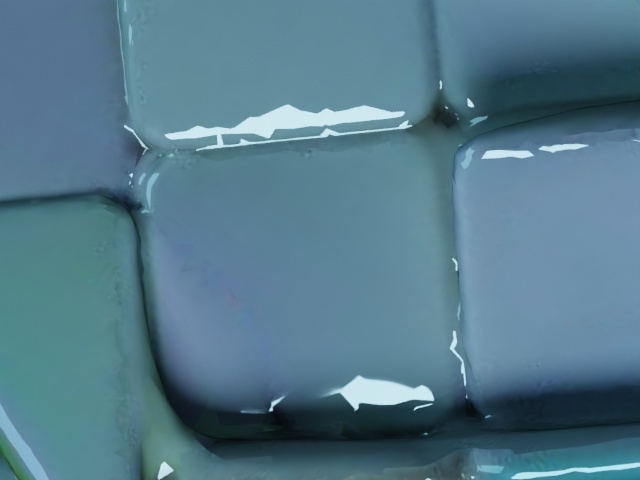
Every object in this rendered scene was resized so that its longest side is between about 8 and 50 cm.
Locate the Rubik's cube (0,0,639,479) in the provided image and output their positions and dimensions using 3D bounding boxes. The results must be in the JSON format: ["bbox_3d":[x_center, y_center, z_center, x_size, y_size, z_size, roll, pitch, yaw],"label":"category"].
[{"bbox_3d":[0.000,0.000,0.695,0.387,0.358,0.368,-57,-39,-83],"label":"Rubik's cube"}]
